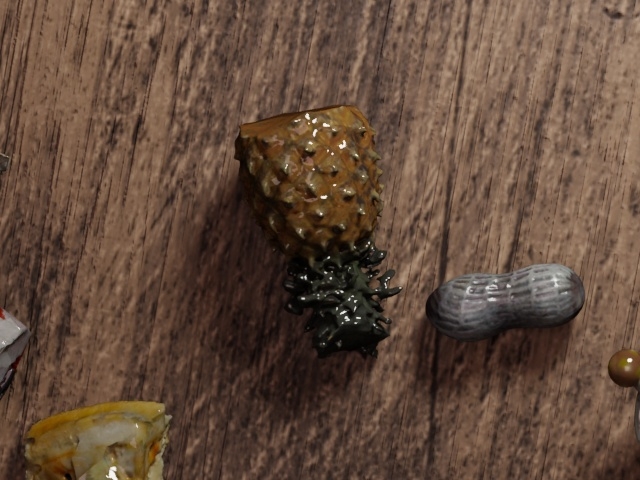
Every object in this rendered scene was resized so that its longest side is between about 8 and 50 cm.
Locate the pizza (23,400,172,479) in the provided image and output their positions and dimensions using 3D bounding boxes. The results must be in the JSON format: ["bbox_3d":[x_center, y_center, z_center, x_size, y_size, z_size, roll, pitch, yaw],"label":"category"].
[{"bbox_3d":[-0.241,0.322,1.995,0.189,0.071,0.297,-1,89,11],"label":"pizza"}]

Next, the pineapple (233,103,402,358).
[{"bbox_3d":[0.000,0.000,1.923,0.157,0.158,0.279,-8,99,12],"label":"pineapple"}]

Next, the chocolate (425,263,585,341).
[{"bbox_3d":[0.191,0.064,1.910,0.167,0.072,0.072,-9,87,10],"label":"chocolate"}]

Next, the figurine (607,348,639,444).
[{"bbox_3d":[0.380,0.113,1.847,0.193,0.133,0.274,-15,76,-1],"label":"figurine"}]

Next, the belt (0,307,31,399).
[{"bbox_3d":[-0.401,0.153,2.003,0.124,0.128,0.201,33,94,10],"label":"belt"}]

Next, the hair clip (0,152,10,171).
[{"bbox_3d":[-0.437,-0.131,2.057,0.214,0.056,0.062,30,120,16],"label":"hair clip"}]
